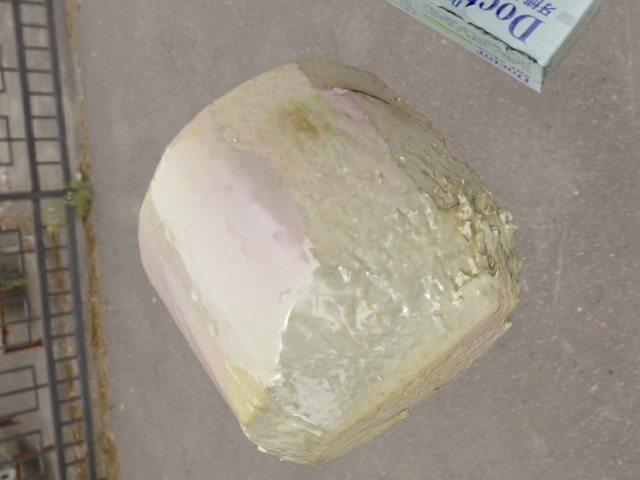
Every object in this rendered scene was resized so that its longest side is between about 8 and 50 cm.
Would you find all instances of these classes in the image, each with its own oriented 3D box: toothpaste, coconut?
[{"bbox_3d":[0.052,-0.238,0.523,0.336,0.067,0.081,37,95,17],"label":"toothpaste"},{"bbox_3d":[0.000,0.000,0.590,0.309,0.297,0.297,53,133,22],"label":"coconut"}]
